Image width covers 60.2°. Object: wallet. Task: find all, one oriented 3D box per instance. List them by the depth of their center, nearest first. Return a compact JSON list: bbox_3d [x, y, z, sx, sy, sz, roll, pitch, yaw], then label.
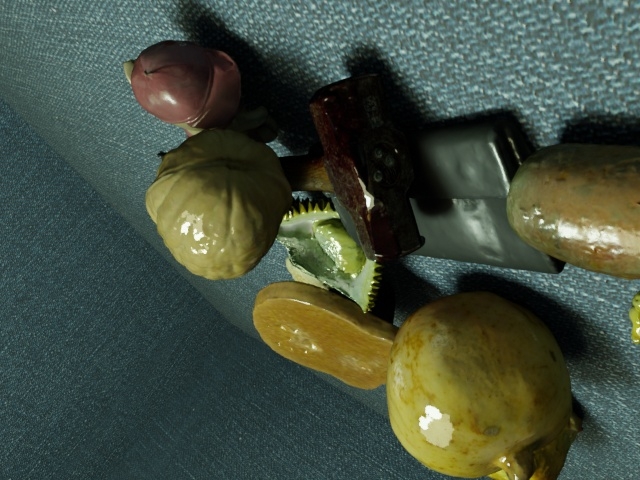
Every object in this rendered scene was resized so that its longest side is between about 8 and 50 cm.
[{"bbox_3d":[0.147,-0.061,0.822,0.406,0.062,0.228,6,136,56],"label":"wallet"}]

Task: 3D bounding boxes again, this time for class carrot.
[{"bbox_3d":[0.326,-0.023,0.514,0.302,0.138,0.138,14,150,50],"label":"carrot"}]

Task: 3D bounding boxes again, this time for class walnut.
[{"bbox_3d":[-0.156,-0.052,0.866,0.225,0.225,0.261,36,155,3],"label":"walnut"}]

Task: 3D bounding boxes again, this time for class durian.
[{"bbox_3d":[0.000,0.000,1.088,0.306,0.166,0.172,35,164,-13],"label":"durian"}]

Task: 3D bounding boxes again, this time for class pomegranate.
[{"bbox_3d":[0.280,0.263,0.965,0.343,0.342,0.342,33,161,13],"label":"pomegranate"}]

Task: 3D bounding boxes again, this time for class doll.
[{"bbox_3d":[-0.190,-0.232,0.918,0.196,0.152,0.256,-8,159,20],"label":"doll"}]

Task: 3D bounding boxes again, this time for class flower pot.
[{"bbox_3d":[0.089,0.166,1.309,0.235,0.148,0.235,19,148,13],"label":"flower pot"}]

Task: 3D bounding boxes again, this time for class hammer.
[{"bbox_3d":[-0.012,-0.101,0.860,0.409,0.095,0.242,6,118,60],"label":"hammer"}]

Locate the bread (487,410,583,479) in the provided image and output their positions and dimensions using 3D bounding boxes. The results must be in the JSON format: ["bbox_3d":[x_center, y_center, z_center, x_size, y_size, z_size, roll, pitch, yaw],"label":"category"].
[{"bbox_3d":[0.398,0.413,1.281,0.398,0.215,0.398,28,158,12],"label":"bread"}]

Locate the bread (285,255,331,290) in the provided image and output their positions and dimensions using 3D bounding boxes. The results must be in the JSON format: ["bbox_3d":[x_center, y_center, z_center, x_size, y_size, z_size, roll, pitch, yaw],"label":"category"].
[{"bbox_3d":[-0.030,0.114,1.572,0.182,0.039,0.251,45,166,-10],"label":"bread"}]

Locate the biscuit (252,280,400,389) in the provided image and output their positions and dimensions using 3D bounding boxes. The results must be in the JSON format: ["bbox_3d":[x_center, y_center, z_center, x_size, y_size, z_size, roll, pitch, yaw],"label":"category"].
[{"bbox_3d":[0.021,0.210,1.223,0.365,0.062,0.385,24,150,1],"label":"biscuit"}]

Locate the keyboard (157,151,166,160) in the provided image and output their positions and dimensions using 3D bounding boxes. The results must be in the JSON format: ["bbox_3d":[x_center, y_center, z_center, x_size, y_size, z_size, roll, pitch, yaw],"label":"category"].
[{"bbox_3d":[-0.333,-0.181,1.490,0.310,0.018,0.101,21,156,40],"label":"keyboard"}]

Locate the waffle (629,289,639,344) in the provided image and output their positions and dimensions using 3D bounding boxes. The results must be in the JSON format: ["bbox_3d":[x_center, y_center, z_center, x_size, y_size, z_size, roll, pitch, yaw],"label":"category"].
[{"bbox_3d":[0.478,0.110,0.571,0.301,0.058,0.282,9,166,42],"label":"waffle"}]
